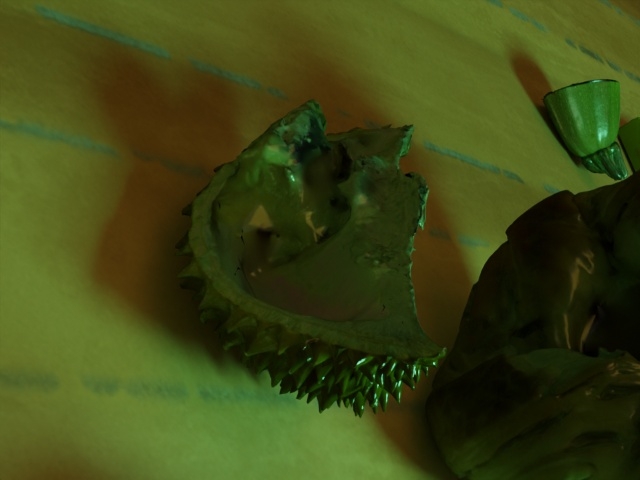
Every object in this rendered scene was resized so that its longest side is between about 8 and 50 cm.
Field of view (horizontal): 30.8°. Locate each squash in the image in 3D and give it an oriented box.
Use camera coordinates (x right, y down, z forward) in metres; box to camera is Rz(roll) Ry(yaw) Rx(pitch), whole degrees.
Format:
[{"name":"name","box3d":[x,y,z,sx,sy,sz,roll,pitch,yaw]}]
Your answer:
[{"name":"squash","box3d":[0.358,-0.137,1.540,0.105,0.105,0.132,-2,80,-54]}]

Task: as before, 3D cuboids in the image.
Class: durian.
[{"name":"durian","box3d":[0.000,0.000,0.826,0.172,0.166,0.306,40,33,-17]}]

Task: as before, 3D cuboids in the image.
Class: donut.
[{"name":"donut","box3d":[0.260,0.088,0.934,0.170,0.360,0.360,50,28,-33]}]

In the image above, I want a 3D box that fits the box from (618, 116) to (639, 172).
[{"name":"box","box3d":[0.591,-0.056,1.793,0.335,0.047,0.187,22,42,-42]}]
